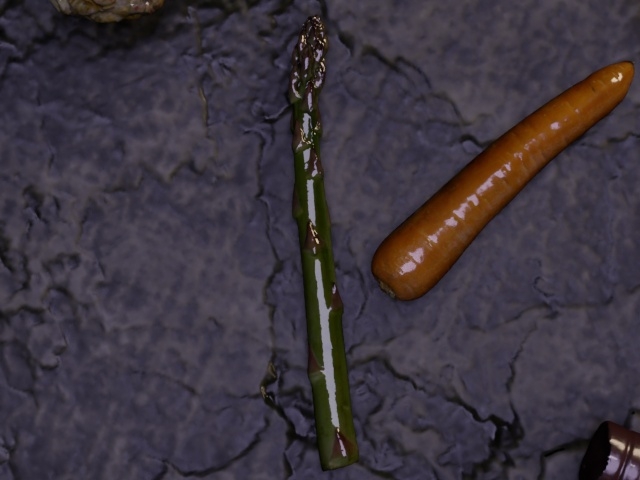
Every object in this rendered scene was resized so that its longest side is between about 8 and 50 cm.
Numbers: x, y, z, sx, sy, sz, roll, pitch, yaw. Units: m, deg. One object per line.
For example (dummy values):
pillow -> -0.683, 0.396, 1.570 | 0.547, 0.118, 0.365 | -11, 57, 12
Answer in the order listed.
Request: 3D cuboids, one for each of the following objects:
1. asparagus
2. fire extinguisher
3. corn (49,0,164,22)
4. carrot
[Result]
asparagus -> 0.000, 0.000, 0.715 | 0.025, 0.024, 0.249 | 0, 83, -43
fire extinguisher -> 0.214, 0.150, 0.694 | 0.157, 0.045, 0.078 | 21, 114, 1
corn -> -0.149, -0.232, 0.706 | 0.086, 0.086, 0.253 | -20, 88, -1
carrot -> 0.102, -0.038, 0.711 | 0.190, 0.037, 0.037 | -43, 86, -4
